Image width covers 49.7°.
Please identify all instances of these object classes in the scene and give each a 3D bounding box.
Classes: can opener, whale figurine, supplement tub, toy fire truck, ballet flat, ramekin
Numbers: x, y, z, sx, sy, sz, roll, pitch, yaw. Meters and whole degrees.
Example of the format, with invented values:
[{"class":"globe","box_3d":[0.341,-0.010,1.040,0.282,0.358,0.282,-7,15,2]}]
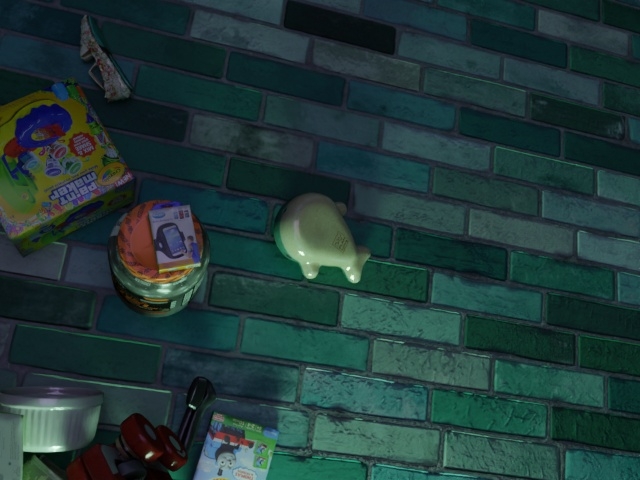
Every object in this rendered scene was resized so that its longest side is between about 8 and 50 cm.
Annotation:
[{"class":"can opener","box_3d":[-0.290,0.398,1.555,0.073,0.059,0.186,25,78,-35]},{"class":"whale figurine","box_3d":[0.000,0.000,1.717,0.272,0.141,0.216,35,67,-29]},{"class":"supplement tub","box_3d":[-0.348,0.041,1.486,0.207,0.338,0.207,4,73,-13]},{"class":"toy fire truck","box_3d":[-0.344,0.504,1.370,0.169,0.302,0.254,-38,63,-6]},{"class":"ballet flat","box_3d":[-0.549,-0.447,1.712,0.077,0.091,0.241,-31,80,2]},{"class":"ramekin","box_3d":[-0.555,0.364,1.419,0.207,0.207,0.109,5,84,-13]}]

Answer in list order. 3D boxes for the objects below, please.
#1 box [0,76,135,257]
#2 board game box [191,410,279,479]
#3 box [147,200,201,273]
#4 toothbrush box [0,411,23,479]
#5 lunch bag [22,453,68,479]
[{"class":"box","box_3d":[-0.616,-0.163,1.562,0.289,0.177,0.279,-31,85,-20]},{"class":"board game box","box_3d":[-0.198,0.510,1.553,0.160,0.039,0.212,19,72,-9]},{"class":"box","box_3d":[-0.281,-0.011,1.322,0.081,0.028,0.136,-10,79,-18]},{"class":"toothbrush box","box_3d":[-0.691,0.452,1.273,0.283,0.122,0.206,-25,58,23]},{"class":"lunch bag","box_3d":[-0.546,0.597,1.371,0.287,0.169,0.235,42,69,-5]}]
